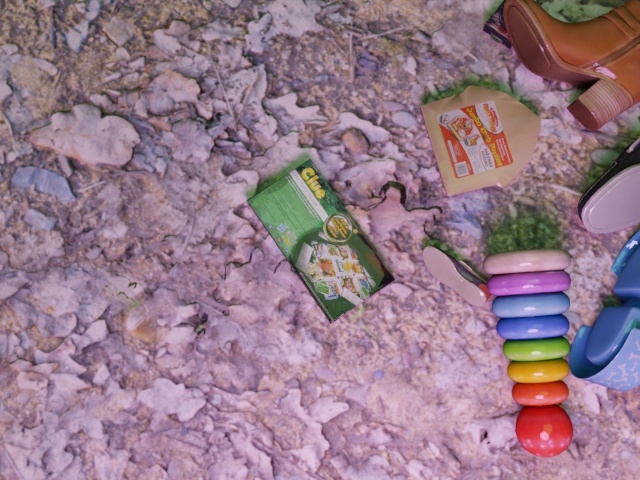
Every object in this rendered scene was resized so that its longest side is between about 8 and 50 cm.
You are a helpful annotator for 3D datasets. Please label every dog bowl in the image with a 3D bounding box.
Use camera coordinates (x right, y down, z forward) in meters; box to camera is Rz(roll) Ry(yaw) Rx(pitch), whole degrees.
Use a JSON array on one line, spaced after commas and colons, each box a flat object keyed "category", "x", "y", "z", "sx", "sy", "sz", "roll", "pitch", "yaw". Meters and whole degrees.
[{"category": "dog bowl", "x": 0.510, "y": 0.109, "z": 1.280, "sx": 0.074, "sy": 0.166, "sz": 0.297, "roll": 32, "pitch": 81, "yaw": -5}]

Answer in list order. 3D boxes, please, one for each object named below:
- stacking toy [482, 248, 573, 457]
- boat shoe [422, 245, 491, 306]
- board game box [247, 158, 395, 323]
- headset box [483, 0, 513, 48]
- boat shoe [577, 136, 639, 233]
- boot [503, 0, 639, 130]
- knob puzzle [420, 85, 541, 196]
[{"category": "stacking toy", "x": 0.343, "y": 0.182, "z": 1.286, "sx": 0.141, "sy": 0.141, "sz": 0.330, "roll": -3, "pitch": 85, "yaw": 1}, {"category": "boat shoe", "x": 0.232, "y": 0.055, "z": 1.353, "sx": 0.137, "sy": 0.049, "sz": 0.043, "roll": 41, "pitch": 41, "yaw": 10}, {"category": "board game box", "x": 0.000, "y": 0.000, "z": 1.376, "sx": 0.136, "sy": 0.030, "sz": 0.259, "roll": -34, "pitch": 80, "yaw": -2}, {"category": "headset box", "x": 0.338, "y": -0.392, "z": 1.438, "sx": 0.062, "sy": 0.032, "sz": 0.083, "roll": 37, "pitch": 83, "yaw": 8}, {"category": "boat shoe", "x": 0.553, "y": -0.121, "z": 1.355, "sx": 0.303, "sy": 0.091, "sz": 0.114, "roll": -30, "pitch": 124, "yaw": -5}, {"category": "boot", "x": 0.473, "y": -0.358, "z": 1.382, "sx": 0.220, "sy": 0.109, "sz": 0.283, "roll": -42, "pitch": 88, "yaw": -8}, {"category": "knob puzzle", "x": 0.290, "y": -0.180, "z": 1.401, "sx": 0.213, "sy": 0.030, "sz": 0.213, "roll": 0, "pitch": 79, "yaw": 2}]
